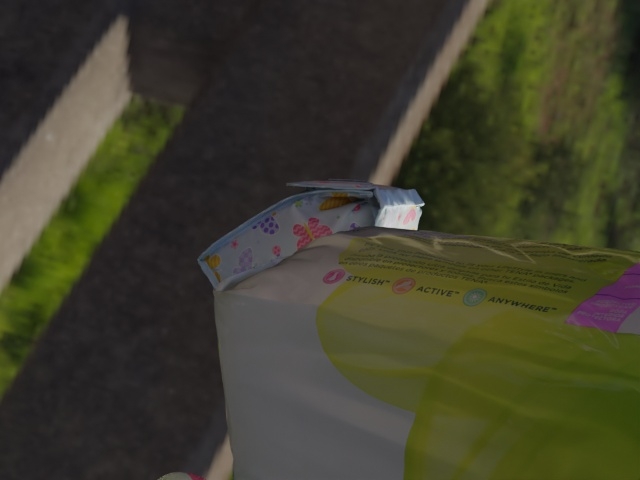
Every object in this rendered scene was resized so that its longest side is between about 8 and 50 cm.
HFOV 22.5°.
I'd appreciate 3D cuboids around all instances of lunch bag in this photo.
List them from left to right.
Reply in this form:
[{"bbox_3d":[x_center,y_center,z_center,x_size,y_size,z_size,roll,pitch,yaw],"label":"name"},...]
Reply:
[{"bbox_3d":[0.000,0.000,0.686,0.053,0.083,0.071,61,17,6],"label":"lunch bag"}]

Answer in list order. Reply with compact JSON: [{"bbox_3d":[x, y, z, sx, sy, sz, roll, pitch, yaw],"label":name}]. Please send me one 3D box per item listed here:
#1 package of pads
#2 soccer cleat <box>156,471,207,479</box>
[{"bbox_3d":[0.099,0.116,0.545,0.101,0.296,0.229,-20,110,-48],"label":"package of pads"},{"bbox_3d":[-0.086,0.277,0.745,0.116,0.143,0.331,-162,-113,-71],"label":"soccer cleat"}]
